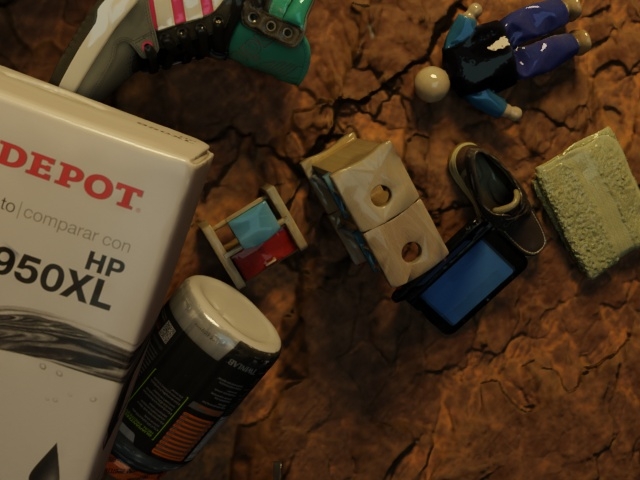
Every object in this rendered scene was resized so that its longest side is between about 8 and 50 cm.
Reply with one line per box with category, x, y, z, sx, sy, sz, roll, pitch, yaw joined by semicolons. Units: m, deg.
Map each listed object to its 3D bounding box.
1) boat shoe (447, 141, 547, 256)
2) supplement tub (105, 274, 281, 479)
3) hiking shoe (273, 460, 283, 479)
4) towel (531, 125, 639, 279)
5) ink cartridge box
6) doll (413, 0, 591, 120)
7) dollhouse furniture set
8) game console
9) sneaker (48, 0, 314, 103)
boat shoe;0.191;-0.038;1.012;0.056;0.049;0.152;-45;107;-3
supplement tub;-0.136;0.137;0.916;0.117;0.117;0.190;37;103;-17
hiking shoe;-0.027;0.336;1.001;0.086;0.114;0.227;5;130;14
towel;0.303;-0.039;1.052;0.110;0.027;0.148;-31;106;-6
ink cartridge box;-0.286;0.064;0.773;0.285;0.166;0.395;19;98;-5
doll;0.184;-0.185;0.986;0.189;0.046;0.129;-22;103;-10
dollhouse furniture set;0.000;0.000;0.929;0.184;0.129;0.129;-32;106;-8
game console;0.146;0.040;0.993;0.122;0.107;0.071;-45;79;11
sneaker;-0.098;-0.188;0.881;0.178;0.124;0.295;40;87;-8
